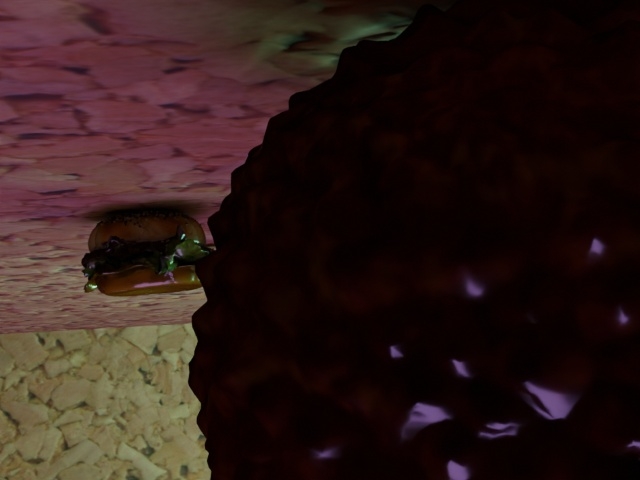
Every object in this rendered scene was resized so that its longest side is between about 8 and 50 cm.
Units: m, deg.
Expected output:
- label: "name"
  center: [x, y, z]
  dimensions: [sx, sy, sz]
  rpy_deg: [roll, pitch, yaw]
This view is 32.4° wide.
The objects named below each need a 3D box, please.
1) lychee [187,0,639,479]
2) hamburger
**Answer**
- label: "lychee"
  center: [0.117, 0.073, 0.650]
  dimensions: [0.425, 0.424, 0.500]
  rpy_deg: [2, 165, -37]
- label: "hamburger"
  center: [-0.197, 0.014, 1.280]
  dimensions: [0.164, 0.093, 0.189]
  rpy_deg: [-2, 174, -32]
